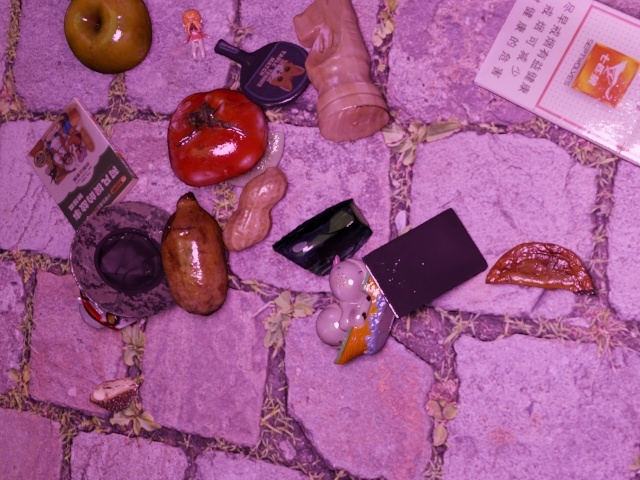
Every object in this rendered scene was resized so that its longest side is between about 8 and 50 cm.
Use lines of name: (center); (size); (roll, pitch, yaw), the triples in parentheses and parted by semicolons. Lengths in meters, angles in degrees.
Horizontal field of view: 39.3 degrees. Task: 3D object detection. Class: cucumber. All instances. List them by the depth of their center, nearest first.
cucumber: (0.000, 0.000, 1.740); (0.193, 0.085, 0.115); (-34, 72, 15)

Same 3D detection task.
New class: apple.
apple: (-0.452, -0.456, 1.932); (0.196, 0.157, 0.197); (0, 89, 26)

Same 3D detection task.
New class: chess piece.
chess piece: (0.034, -0.345, 1.718); (0.137, 0.137, 0.301); (-23, 66, 24)

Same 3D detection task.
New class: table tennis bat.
table tennis bat: (-0.120, -0.351, 1.812); (0.236, 0.027, 0.150); (30, 78, 25)

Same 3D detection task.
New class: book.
book: (-0.547, -0.165, 2.044); (0.202, 0.027, 0.264); (-45, 70, 18)

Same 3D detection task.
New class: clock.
clock: (0.065, 0.125, 1.687); (0.144, 0.103, 0.231); (20, 95, 27)

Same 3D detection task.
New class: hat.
hat: (-0.409, 0.047, 1.903); (0.128, 0.265, 0.266); (-19, 78, 61)

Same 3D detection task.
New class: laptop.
laptop: (0.190, 0.041, 1.628); (0.197, 0.016, 0.135); (-28, 76, -5)

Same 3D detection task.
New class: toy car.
toy car: (-0.476, 0.147, 1.966); (0.112, 0.112, 0.139); (-42, 80, 35)

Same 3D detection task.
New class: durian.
durian: (-0.456, 0.346, 1.988); (0.130, 0.052, 0.066); (-12, 45, 23)

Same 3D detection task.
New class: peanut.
peanut: (-0.129, -0.060, 1.802); (0.089, 0.089, 0.193); (33, 103, 24)

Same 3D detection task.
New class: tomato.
tomato: (-0.225, -0.222, 1.809); (0.227, 0.101, 0.228); (-12, 59, 21)

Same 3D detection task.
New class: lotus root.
lotus root: (-0.257, 0.026, 1.828); (0.128, 0.145, 0.260); (-8, 86, 5)

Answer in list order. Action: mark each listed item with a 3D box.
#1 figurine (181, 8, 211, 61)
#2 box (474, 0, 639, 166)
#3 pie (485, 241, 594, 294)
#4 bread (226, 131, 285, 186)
figurine: (-0.265, -0.436, 1.903); (0.064, 0.047, 0.109); (-11, 90, -3)
box: (0.454, -0.282, 1.506); (0.330, 0.095, 0.210); (33, 103, 25)
pie: (0.388, 0.047, 1.565); (0.191, 0.033, 0.088); (6, 76, 28)
bread: (-0.163, -0.166, 1.846); (0.192, 0.036, 0.112); (1, 90, 27)
